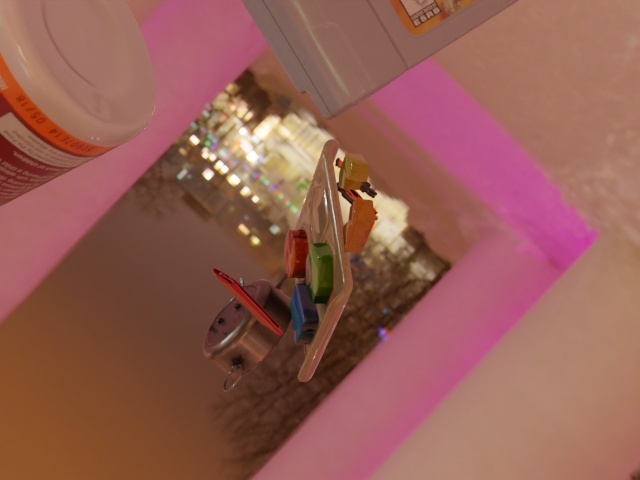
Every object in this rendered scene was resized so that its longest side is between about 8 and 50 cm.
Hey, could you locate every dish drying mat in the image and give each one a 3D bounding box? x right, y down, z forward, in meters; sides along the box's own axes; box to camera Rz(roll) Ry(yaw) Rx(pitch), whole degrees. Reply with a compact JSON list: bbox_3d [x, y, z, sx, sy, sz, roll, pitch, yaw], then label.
[{"bbox_3d":[-0.060,0.052,0.899,0.032,0.008,0.083,27,163,43],"label":"dish drying mat"}]

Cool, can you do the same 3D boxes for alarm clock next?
[{"bbox_3d":[-0.099,0.122,1.373,0.064,0.129,0.192,39,-149,-21],"label":"alarm clock"}]

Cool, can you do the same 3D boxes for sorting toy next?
[{"bbox_3d":[0.000,0.000,1.242,0.307,0.041,0.229,111,160,-55],"label":"sorting toy"}]

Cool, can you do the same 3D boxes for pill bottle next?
[{"bbox_3d":[-0.391,-0.134,1.126,0.224,0.392,0.224,46,-149,-39],"label":"pill bottle"}]

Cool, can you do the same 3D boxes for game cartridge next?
[{"bbox_3d":[0.056,-0.237,0.804,0.062,0.297,0.198,-16,107,54],"label":"game cartridge"}]

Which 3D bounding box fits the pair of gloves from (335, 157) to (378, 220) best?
[{"bbox_3d":[0.045,-0.065,1.380,0.074,0.010,0.083,38,-153,-22],"label":"pair of gloves"}]
